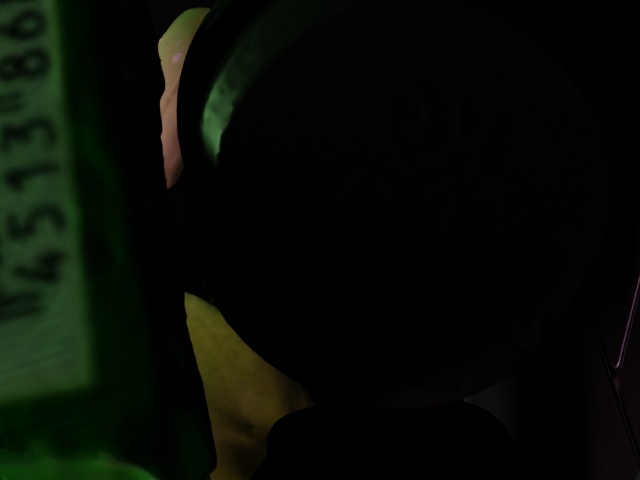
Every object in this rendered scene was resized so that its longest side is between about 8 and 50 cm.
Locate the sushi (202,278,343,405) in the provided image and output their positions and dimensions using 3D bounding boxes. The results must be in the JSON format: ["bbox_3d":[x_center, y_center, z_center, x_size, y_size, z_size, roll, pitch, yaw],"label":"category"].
[{"bbox_3d":[0.000,0.000,1.265,0.182,0.196,0.343,139,127,-58],"label":"sushi"}]

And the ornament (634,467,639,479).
[{"bbox_3d":[0.133,0.094,0.304,0.236,0.080,0.202,-97,12,-47],"label":"ornament"}]

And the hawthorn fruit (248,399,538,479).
[{"bbox_3d":[0.039,0.201,0.812,0.251,0.189,0.190,86,179,-46],"label":"hawthorn fruit"}]

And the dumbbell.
[{"bbox_3d":[0.024,-0.053,0.782,0.322,0.203,0.204,-114,24,-76],"label":"dumbbell"}]

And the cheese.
[{"bbox_3d":[-0.105,-0.161,1.262,0.249,0.070,0.163,-59,2,34],"label":"cheese"}]

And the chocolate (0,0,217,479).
[{"bbox_3d":[-0.149,0.015,0.760,0.341,0.161,0.360,94,167,-63],"label":"chocolate"}]

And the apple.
[{"bbox_3d":[-0.070,0.193,1.190,0.360,0.320,0.312,145,128,-69],"label":"apple"}]
